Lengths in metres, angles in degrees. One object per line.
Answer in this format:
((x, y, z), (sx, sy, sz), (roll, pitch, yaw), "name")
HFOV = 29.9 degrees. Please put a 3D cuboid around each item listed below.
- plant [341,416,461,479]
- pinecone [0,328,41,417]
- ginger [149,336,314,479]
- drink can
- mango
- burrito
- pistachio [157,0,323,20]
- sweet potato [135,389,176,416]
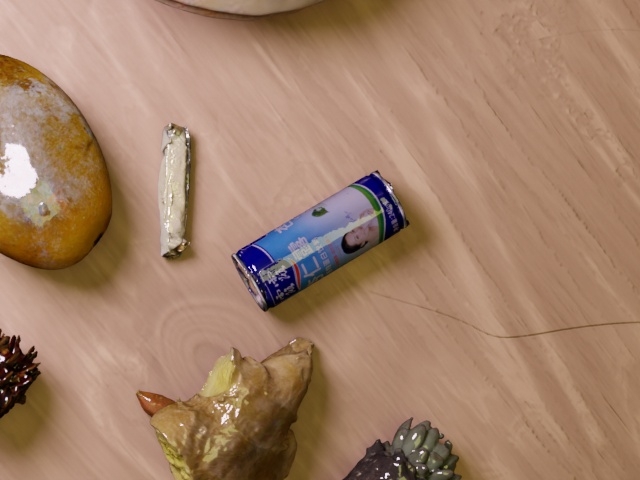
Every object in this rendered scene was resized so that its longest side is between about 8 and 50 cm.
((0.112, 0.346, 1.675), (0.194, 0.132, 0.129), (-40, 103, -4), "plant")
((-0.430, 0.174, 1.536), (0.120, 0.140, 0.140), (38, 83, 3), "pinecone")
((-0.092, 0.240, 1.627), (0.270, 0.123, 0.219), (-35, 119, -17), "ginger")
((0.000, 0.000, 1.653), (0.235, 0.097, 0.097), (-30, 99, -10), "drink can")
((-0.387, -0.110, 1.537), (0.192, 0.146, 0.316), (-29, 85, -12), "mango")
((-0.200, -0.067, 1.630), (0.045, 0.041, 0.186), (4, 89, -31), "burrito")
((-0.122, -0.461, 1.527), (0.445, 0.281, 0.365), (-1, 84, -27), "pistachio")
((-0.214, 0.232, 1.642), (0.095, 0.034, 0.034), (29, 86, -14), "sweet potato")
